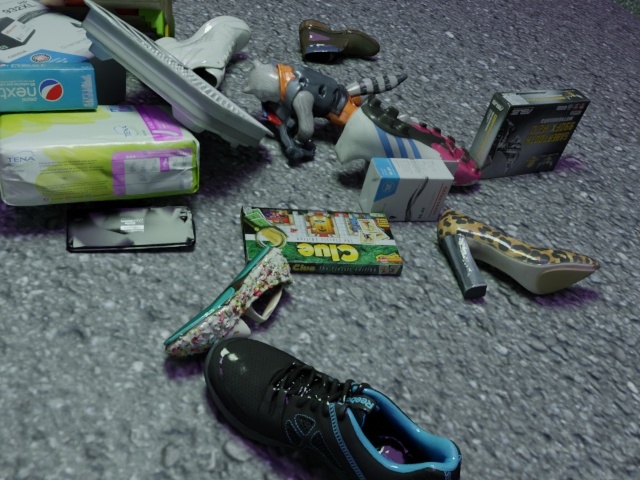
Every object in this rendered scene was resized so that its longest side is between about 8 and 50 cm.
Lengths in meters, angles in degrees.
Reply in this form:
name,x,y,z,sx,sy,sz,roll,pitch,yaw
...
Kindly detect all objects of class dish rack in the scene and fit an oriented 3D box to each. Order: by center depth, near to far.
name,x,y,z,sx,sy,sz,roll,pitch,yaw
dish rack,-0.256,-0.275,1.102,0.333,0.072,0.285,38,7,12

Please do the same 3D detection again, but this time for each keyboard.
name,x,y,z,sx,sy,sz,roll,pitch,yaw
keyboard,-0.297,-0.023,0.978,0.192,0.038,0.100,-1,62,-16

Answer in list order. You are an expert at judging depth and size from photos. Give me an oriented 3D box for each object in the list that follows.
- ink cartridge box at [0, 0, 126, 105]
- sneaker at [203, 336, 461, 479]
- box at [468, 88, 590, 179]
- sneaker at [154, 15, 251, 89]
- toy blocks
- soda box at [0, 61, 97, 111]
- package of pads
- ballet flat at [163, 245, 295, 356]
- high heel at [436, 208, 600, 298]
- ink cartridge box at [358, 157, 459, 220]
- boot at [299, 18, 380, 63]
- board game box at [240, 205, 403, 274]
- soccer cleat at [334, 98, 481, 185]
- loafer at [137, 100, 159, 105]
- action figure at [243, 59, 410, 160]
name,x,y,z,sx,sy,sz,roll,pitch,yaw
ink cartridge box,-0.563,-0.346,1.177,0.308,0.129,0.223,26,42,13
sneaker,0.011,0.198,0.733,0.341,0.139,0.125,29,44,17
box,0.436,-0.226,1.314,0.231,0.183,0.056,-8,45,-26
sneaker,-0.246,-0.394,1.368,0.152,0.114,0.305,41,51,11
toy blocks,-0.459,-0.522,1.298,0.261,0.190,0.381,0,4,-7
soda box,-0.472,-0.246,0.991,0.210,0.067,0.071,-7,26,-23
package of pads,-0.359,-0.145,1.002,0.297,0.101,0.229,-6,29,-23
ballet flat,-0.111,0.094,0.863,0.077,0.091,0.241,51,48,-7
high heel,0.342,0.003,1.088,0.262,0.093,0.186,-5,50,-10
ink cartridge box,0.172,-0.092,1.138,0.180,0.104,0.060,-1,43,-18
boot,0.047,-0.485,1.590,0.219,0.082,0.106,10,62,-12
board game box,0.000,0.000,1.040,0.260,0.030,0.136,2,44,-15
soccer cleat,0.171,-0.163,1.226,0.331,0.143,0.116,19,34,-33
loafer,-0.355,-0.236,1.187,0.039,0.045,0.125,16,43,11
action figure,-0.002,-0.318,1.294,0.331,0.178,0.341,4,44,-28
